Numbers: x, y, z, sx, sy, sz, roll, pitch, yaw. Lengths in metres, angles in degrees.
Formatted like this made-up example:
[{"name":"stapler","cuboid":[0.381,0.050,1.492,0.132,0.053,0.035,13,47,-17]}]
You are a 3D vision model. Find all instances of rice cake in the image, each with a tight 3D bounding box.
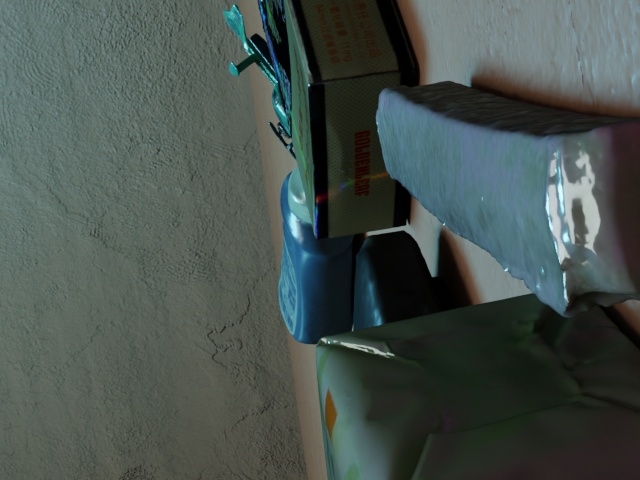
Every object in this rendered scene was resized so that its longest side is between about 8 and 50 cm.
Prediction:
[{"name":"rice cake","cuboid":[0.085,-0.035,0.577,0.365,0.056,0.072,-126,28,-78]}]

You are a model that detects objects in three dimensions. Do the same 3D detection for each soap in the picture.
[{"name":"soap","cuboid":[0.083,0.145,0.504,0.182,0.139,0.199,-117,19,-69]}]

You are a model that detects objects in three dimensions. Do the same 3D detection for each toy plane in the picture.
[{"name":"toy plane","cuboid":[-0.025,-0.135,1.196,0.235,0.060,0.096,52,177,-1]}]

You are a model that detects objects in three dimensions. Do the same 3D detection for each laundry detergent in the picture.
[{"name":"laundry detergent","cuboid":[0.000,0.000,1.378,0.290,0.094,0.143,95,171,-57]}]

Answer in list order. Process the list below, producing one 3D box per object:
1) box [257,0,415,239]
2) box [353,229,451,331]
[{"name":"box","cuboid":[0.003,-0.179,1.020,0.198,0.084,0.310,87,171,-54]},{"name":"box","cuboid":[0.083,0.218,0.888,0.350,0.091,0.359,88,171,-49]}]
